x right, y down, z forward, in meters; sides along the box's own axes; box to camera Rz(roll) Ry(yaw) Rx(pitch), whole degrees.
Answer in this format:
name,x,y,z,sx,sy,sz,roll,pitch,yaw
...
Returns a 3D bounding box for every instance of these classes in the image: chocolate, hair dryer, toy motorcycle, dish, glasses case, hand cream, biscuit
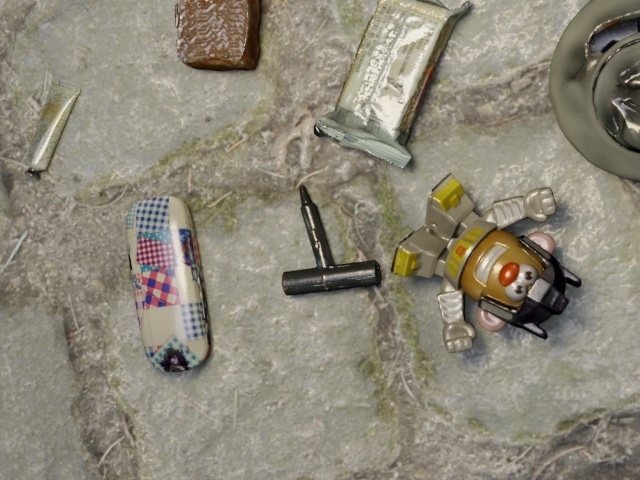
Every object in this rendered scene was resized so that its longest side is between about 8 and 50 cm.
name,x,y,z,sx,sy,sz,roll,pitch,yaw
chocolate,-0.180,-0.417,1.811,0.148,0.093,0.214,5,90,17
hair dryer,0.013,-0.007,1.761,0.173,0.050,0.195,-6,83,15
toy motorcycle,0.462,-0.355,1.612,0.122,0.080,0.215,2,85,15
dish,0.505,-0.229,1.508,0.324,0.124,0.324,6,112,16
glasses case,-0.280,0.078,1.832,0.125,0.076,0.327,-11,85,16
hand cream,-0.529,-0.215,1.944,0.067,0.042,0.194,19,90,19
biscuit,0.120,-0.296,1.717,0.186,0.079,0.309,23,95,19

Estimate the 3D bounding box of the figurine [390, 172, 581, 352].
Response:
name,x,y,z,sx,sy,sz,roll,pitch,yaw
figurine,0.278,0.038,1.619,0.308,0.143,0.308,8,106,27
